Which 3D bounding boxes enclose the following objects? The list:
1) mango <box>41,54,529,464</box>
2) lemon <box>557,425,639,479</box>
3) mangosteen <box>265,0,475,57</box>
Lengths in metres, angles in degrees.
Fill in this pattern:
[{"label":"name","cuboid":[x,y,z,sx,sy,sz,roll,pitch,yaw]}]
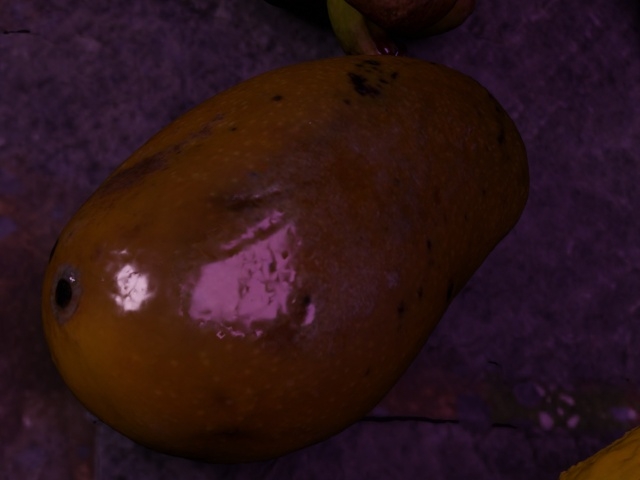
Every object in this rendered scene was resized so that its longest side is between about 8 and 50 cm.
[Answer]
[{"label":"mango","cuboid":[-0.002,-0.005,0.879,0.176,0.176,0.329,30,55,35]},{"label":"lemon","cuboid":[0.229,0.214,0.863,0.310,0.253,0.253,-16,80,-45]},{"label":"mangosteen","cuboid":[0.038,-0.220,0.964,0.215,0.215,0.257,-12,109,-28]}]
